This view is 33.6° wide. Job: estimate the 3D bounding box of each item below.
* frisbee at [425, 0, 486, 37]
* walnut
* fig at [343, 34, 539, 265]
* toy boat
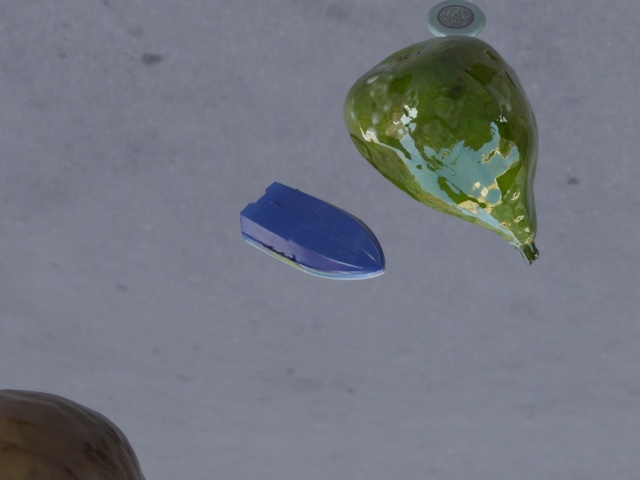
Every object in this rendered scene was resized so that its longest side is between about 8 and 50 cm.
[{"bbox_3d":[0.247,-0.404,1.937,0.110,0.110,0.014,3,143,6],"label":"frisbee"},{"bbox_3d":[-0.363,0.339,1.186,0.397,0.354,0.308,3,-163,18],"label":"walnut"},{"bbox_3d":[0.180,-0.130,1.397,0.233,0.233,0.314,-12,140,33],"label":"fig"},{"bbox_3d":[0.000,0.000,1.714,0.295,0.129,0.088,26,152,44],"label":"toy boat"}]
